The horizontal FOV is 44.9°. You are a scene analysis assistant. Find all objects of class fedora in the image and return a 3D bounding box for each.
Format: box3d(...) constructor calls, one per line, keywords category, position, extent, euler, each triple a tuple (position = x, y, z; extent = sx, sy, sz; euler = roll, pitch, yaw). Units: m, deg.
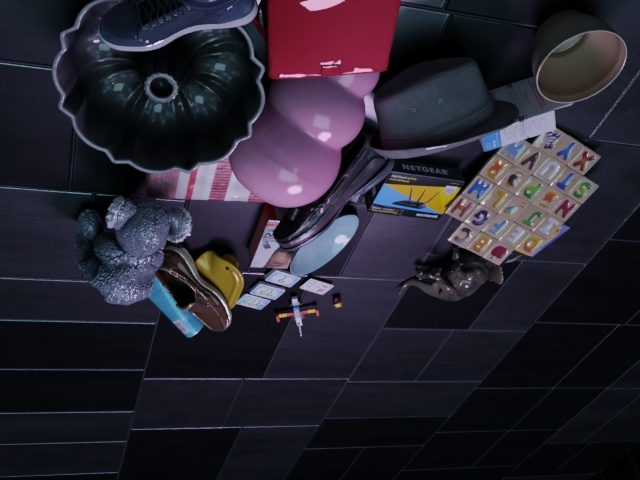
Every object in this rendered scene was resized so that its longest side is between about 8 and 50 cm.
box3d(category="fedora", position=(0.207, -0.253, 1.400), extent=(0.275, 0.244, 0.124), euler=(-14, 115, 17))

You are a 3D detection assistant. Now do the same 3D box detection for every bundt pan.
box3d(category="bundt pan", position=(-0.255, -0.275, 1.253), extent=(0.330, 0.124, 0.331), euler=(-4, 130, -5))

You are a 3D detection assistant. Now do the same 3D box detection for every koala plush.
box3d(category="koala plush", position=(-0.366, -0.003, 1.542), extent=(0.196, 0.203, 0.221), euler=(16, 135, -32))

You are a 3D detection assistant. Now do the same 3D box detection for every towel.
box3d(category="towel", position=(-0.168, -0.169, 1.522), extent=(0.329, 0.037, 0.237), euler=(2, 139, -20))

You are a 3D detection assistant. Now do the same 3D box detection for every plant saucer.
box3d(category="plant saucer", position=(0.000, 0.000, 1.739), extent=(0.195, 0.037, 0.195), euler=(-35, 159, -15))

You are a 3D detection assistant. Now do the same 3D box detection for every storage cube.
box3d(category="storage cube", position=(0.005, -0.374, 1.145), extent=(0.215, 0.184, 0.193), euler=(-4, 154, -6))

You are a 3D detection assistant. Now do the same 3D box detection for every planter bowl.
box3d(category="planter bowl", position=(0.452, -0.344, 1.398), extent=(0.162, 0.109, 0.162), euler=(-7, 142, -6))

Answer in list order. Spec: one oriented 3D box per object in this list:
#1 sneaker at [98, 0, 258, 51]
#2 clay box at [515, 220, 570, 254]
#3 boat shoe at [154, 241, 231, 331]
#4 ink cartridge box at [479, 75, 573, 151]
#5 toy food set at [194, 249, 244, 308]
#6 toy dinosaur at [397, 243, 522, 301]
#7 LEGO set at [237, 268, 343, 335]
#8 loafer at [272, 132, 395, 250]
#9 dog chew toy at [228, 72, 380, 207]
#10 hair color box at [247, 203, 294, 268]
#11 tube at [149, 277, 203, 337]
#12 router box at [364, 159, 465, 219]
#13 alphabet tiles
box3d(category="sneaker", position=(-0.201, -0.330, 1.030), extent=(0.226, 0.086, 0.163), euler=(-15, 173, -2))
box3d(category="clay box", position=(0.471, -0.041, 1.839), extent=(0.222, 0.053, 0.127), euler=(18, 132, -34))
box3d(category="boat shoe", position=(-0.297, 0.128, 1.753), extent=(0.095, 0.095, 0.257), euler=(-17, 122, 29))
box3d(category="ink cartridge box", position=(0.388, -0.252, 1.504), extent=(0.180, 0.104, 0.060), euler=(-17, 142, 7))
box3d(category="toy food set", position=(-0.245, 0.096, 1.823), extent=(0.128, 0.071, 0.218), euler=(25, 132, -4))
box3d(category="toy dinosaur", position=(0.338, 0.098, 1.931), extent=(0.313, 0.121, 0.160), euler=(-36, 123, 22))
box3d(category="LEGO set", position=(-0.064, 0.159, 1.955), extent=(0.244, 0.060, 0.182), euler=(19, 137, -34))
box3d(category="loafer", position=(0.009, -0.105, 1.573), extent=(0.302, 0.109, 0.095), euler=(-40, 133, 8))
box3d(category="dog chew toy", position=(-0.017, -0.222, 1.355), extent=(0.206, 0.206, 0.332), euler=(23, 111, -37))
box3d(category="hair color box", position=(-0.097, -0.007, 1.732), extent=(0.093, 0.053, 0.167), euler=(3, 141, -20))
box3d(category="tube", position=(-0.359, 0.140, 1.817), extent=(0.080, 0.052, 0.207), euler=(-30, 114, 17))
box3d(category="router box", position=(0.203, -0.109, 1.686), extent=(0.179, 0.046, 0.133), euler=(5, 139, -21))
box3d(category="alphabet tiles", position=(0.451, -0.094, 1.729), extent=(0.285, 0.011, 0.342), euler=(24, 118, -29))
